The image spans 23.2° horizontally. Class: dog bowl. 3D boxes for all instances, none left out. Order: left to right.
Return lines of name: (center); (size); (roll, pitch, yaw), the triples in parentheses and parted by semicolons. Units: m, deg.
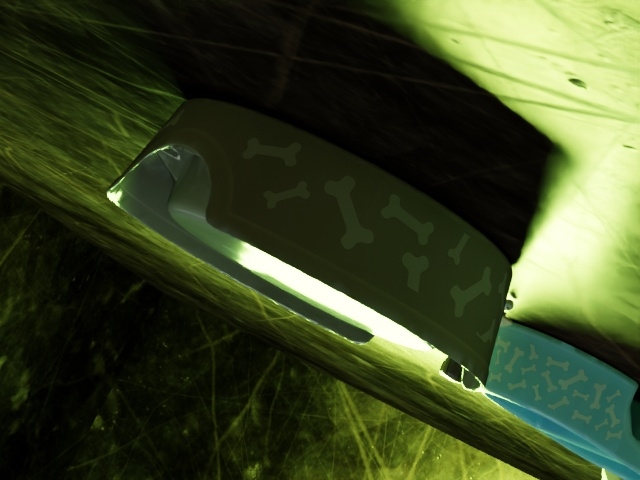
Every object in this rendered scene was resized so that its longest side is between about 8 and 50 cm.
dog bowl: (0.000, 0.000, 1.278); (0.349, 0.102, 0.349); (28, 172, 4)
dog bowl: (0.280, 0.178, 1.589); (0.297, 0.074, 0.166); (33, 171, -36)

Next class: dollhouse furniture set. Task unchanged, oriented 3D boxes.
dollhouse furniture set: (0.115, 0.062, 1.419); (0.114, 0.091, 0.081); (33, 156, -18)

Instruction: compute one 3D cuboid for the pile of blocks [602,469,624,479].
pile of blocks: (0.464, 0.352, 1.811); (0.362, 0.149, 0.113); (33, 171, -30)
